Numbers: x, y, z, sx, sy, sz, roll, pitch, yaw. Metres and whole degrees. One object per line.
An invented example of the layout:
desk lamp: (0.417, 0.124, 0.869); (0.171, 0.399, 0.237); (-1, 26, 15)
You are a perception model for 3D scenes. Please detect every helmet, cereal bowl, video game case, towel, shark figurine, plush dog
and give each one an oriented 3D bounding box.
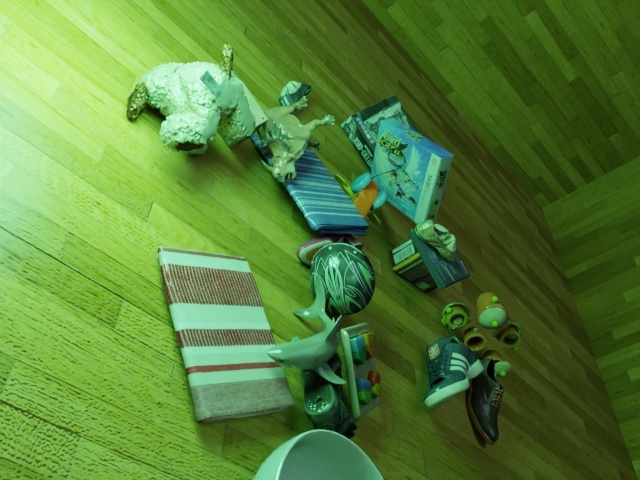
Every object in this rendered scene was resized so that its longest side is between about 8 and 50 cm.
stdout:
helmet: (0.051, 0.093, 1.490); (0.169, 0.169, 0.161); (64, 12, 11)
cereal bowl: (-0.006, 0.496, 1.028); (0.339, 0.141, 0.339); (37, 35, -33)
video game case: (0.374, 0.045, 1.962); (0.274, 0.026, 0.196); (-10, 69, -60)
towel: (-0.181, 0.172, 1.184); (0.237, 0.037, 0.329); (12, 52, -52)
shark figurine: (0.011, 0.183, 1.297); (0.166, 0.116, 0.278); (27, 23, 3)
video game case: (0.269, -0.212, 1.951); (0.061, 0.244, 0.269); (-18, 43, -34)
plush dog: (-0.282, -0.314, 1.331); (0.262, 0.225, 0.211); (-33, 132, -57)
towel: (-0.028, -0.145, 1.667); (0.243, 0.040, 0.336); (1, 48, -53)

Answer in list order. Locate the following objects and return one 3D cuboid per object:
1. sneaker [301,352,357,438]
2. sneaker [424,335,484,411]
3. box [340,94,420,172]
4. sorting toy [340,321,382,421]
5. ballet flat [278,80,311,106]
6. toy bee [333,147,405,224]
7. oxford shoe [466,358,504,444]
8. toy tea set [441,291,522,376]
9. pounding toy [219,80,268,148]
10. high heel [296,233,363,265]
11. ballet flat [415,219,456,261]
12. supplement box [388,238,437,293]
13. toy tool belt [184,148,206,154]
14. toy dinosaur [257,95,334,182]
sneaker: (0.017, 0.328, 1.297); (0.227, 0.087, 0.130); (-94, 167, -67)
sneaker: (0.336, 0.353, 1.733); (0.148, 0.131, 0.350); (56, 22, 12)
box: (0.246, -0.330, 2.197); (0.242, 0.076, 0.307); (-32, 89, -35)
sorting toy: (0.098, 0.284, 1.401); (0.208, 0.038, 0.193); (8, 73, -72)
ballet flat: (-0.080, -0.447, 1.913); (0.074, 0.074, 0.203); (49, 32, -15)
toy bee: (0.128, -0.131, 1.875); (0.298, 0.162, 0.195); (-28, 95, -37)
oxford shoe: (0.498, 0.471, 1.877); (0.097, 0.098, 0.271); (36, 35, -34)
toy tea set: (0.541, 0.314, 2.002); (0.336, 0.200, 0.124); (50, 21, -25)
pounding toy: (-0.207, -0.311, 1.531); (0.100, 0.141, 0.130); (-38, 96, -33)
high heel: (0.000, 0.000, 1.619); (0.117, 0.082, 0.244); (38, 33, 31)
ballet flat: (0.368, 0.000, 1.898); (0.206, 0.067, 0.073); (32, 34, -40)
supplement box: (0.314, 0.078, 1.971); (0.188, 0.104, 0.081); (34, 35, -38)
toy tool belt: (-0.291, -0.217, 1.388); (0.051, 0.052, 0.083); (42, 24, 26)
toy dinosaur: (-0.099, -0.284, 1.617); (0.200, 0.127, 0.296); (-13, 40, -25)
